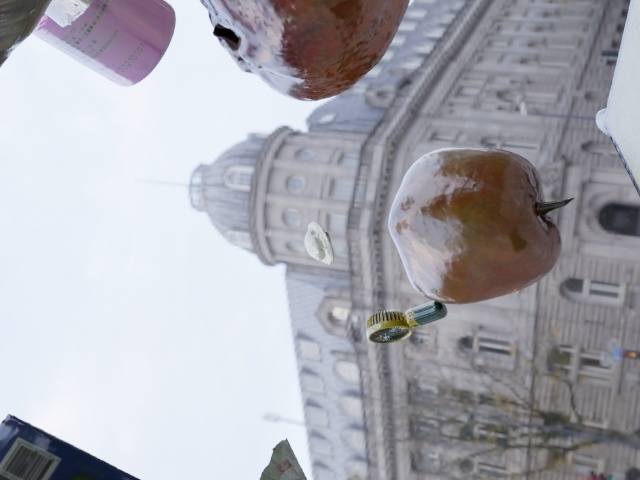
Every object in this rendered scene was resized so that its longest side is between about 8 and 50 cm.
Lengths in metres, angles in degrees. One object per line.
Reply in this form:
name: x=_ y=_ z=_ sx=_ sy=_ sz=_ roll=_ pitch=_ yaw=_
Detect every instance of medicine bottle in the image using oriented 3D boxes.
medicine bottle: x=-0.409 y=-0.404 z=1.503 sx=0.290 sy=0.178 sz=0.178 roll=28 pitch=-112 yaw=-38

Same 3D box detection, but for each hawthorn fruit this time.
hawthorn fruit: x=0.004 y=-0.364 z=1.129 sx=0.369 sy=0.284 sz=0.285 roll=-54 pitch=-28 yaw=-14
hawthorn fruit: x=0.274 y=-0.026 z=1.470 sx=0.267 sy=0.300 sz=0.268 roll=22 pitch=-116 yaw=-54

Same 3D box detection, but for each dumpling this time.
dumpling: x=-0.001 y=0.000 z=1.466 sx=0.059 sy=0.043 sz=0.077 roll=108 pitch=160 yaw=-47

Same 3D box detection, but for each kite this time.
kite: x=-0.109 y=0.395 z=1.377 sx=0.229 sy=0.250 sz=0.012 roll=-65 pitch=26 yaw=17

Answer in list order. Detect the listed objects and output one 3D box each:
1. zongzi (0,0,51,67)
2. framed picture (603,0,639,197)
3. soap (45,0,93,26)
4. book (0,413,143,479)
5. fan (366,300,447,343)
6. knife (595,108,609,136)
zongzi: x=-0.279 y=-0.293 z=0.778 sx=0.300 sy=0.138 sz=0.286 roll=123 pitch=148 yaw=-41
framed picture: x=0.342 y=-0.119 z=0.836 sx=0.339 sy=0.014 sz=0.255 roll=-93 pitch=1 yaw=-47
soap: x=-0.385 y=-0.384 z=1.058 sx=0.274 sy=0.173 sz=0.089 roll=38 pitch=-104 yaw=-23
book: x=-0.359 y=0.446 z=1.023 sx=0.428 sy=0.300 sz=0.039 roll=-61 pitch=-7 yaw=-33
fan: x=0.153 y=0.140 z=1.564 sx=0.082 sy=0.155 sz=0.039 roll=34 pitch=-138 yaw=-50
knife: x=0.641 y=-0.115 z=1.599 sx=0.398 sy=0.132 sz=0.038 roll=41 pitch=-104 yaw=-28
